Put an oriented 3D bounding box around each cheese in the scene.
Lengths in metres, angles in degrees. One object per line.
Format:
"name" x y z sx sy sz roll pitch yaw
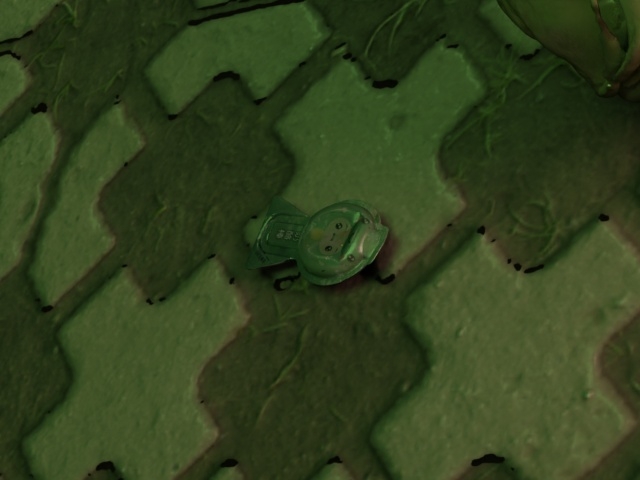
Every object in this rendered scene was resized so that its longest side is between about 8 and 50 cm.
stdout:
"cheese" 0.000 0.000 1.356 0.121 0.026 0.067 6 66 44

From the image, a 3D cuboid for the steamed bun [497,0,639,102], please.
"steamed bun" 0.238 -0.196 1.172 0.280 0.207 0.268 -33 37 -20
